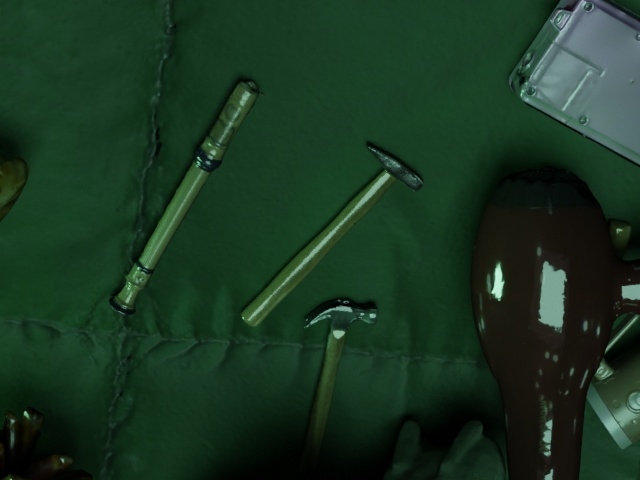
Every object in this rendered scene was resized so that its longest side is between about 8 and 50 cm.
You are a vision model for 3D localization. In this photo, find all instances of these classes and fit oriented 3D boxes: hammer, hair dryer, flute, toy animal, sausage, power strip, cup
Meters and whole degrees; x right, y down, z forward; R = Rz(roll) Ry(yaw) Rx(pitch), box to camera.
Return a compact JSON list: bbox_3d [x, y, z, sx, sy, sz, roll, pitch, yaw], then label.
[{"bbox_3d":[0.000,0.000,1.497,0.062,0.013,0.199,39,105,-22],"label":"hammer"},{"bbox_3d":[0.303,0.082,1.478,0.340,0.123,0.313,-5,104,6],"label":"hair dryer"},{"bbox_3d":[-0.114,-0.035,1.458,0.027,0.027,0.233,25,111,-18],"label":"flute"},{"bbox_3d":[0.002,0.133,1.562,0.062,0.017,0.182,8,116,-11],"label":"hammer"},{"bbox_3d":[0.132,0.268,1.593,0.108,0.138,0.236,4,131,33],"label":"toy animal"},{"bbox_3d":[0.245,0.043,1.545,0.024,0.024,0.132,12,113,-13],"label":"sausage"},{"bbox_3d":[0.292,-0.112,1.467,0.279,0.037,0.109,26,110,-19],"label":"power strip"},{"bbox_3d":[0.285,0.119,1.568,0.099,0.074,0.102,-34,85,7],"label":"cup"}]

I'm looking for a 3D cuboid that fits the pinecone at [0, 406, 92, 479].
[{"bbox_3d":[-0.296,0.263,1.466,0.264,0.264,0.264,-3,116,-6],"label":"pinecone"}]

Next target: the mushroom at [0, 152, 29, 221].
[{"bbox_3d":[-0.352,-0.126,1.355,0.100,0.081,0.312,-37,111,9],"label":"mushroom"}]
